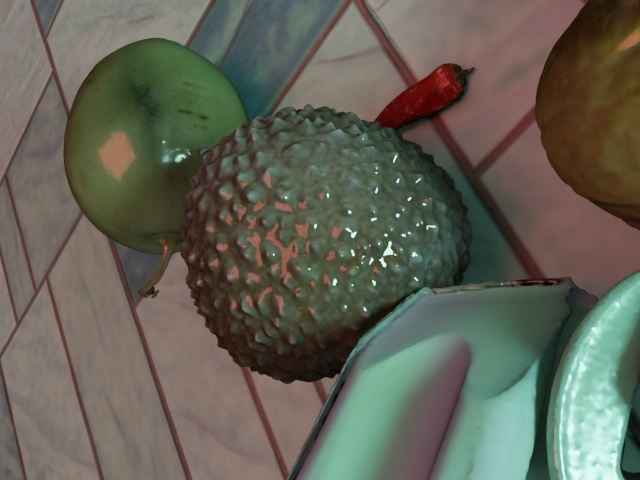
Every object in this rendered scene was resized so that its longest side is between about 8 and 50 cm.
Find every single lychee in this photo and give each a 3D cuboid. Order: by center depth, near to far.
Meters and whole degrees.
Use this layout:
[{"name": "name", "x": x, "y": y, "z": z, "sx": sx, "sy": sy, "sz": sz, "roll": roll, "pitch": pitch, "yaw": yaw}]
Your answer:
[{"name": "lychee", "x": 0.006, "y": -0.001, "z": 0.806, "sx": 0.300, "sy": 0.300, "sz": 0.300, "roll": -5, "pitch": 84, "yaw": 49}]

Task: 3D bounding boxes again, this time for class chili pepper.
[{"name": "chili pepper", "x": 0.099, "y": -0.150, "z": 0.903, "sx": 0.178, "sy": 0.027, "sz": 0.045, "roll": -29, "pitch": 67, "yaw": 46}]

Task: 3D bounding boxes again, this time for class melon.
[{"name": "melon", "x": -0.218, "y": -0.124, "z": 1.094, "sx": 0.272, "sy": 0.272, "sz": 0.308, "roll": -52, "pitch": 60, "yaw": 33}]

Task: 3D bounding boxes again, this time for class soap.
[{"name": "soap", "x": 0.093, "y": 0.222, "z": 0.524, "sx": 0.156, "sy": 0.446, "sz": 0.261, "roll": -12, "pitch": 121, "yaw": 35}]

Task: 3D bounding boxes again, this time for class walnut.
[{"name": "walnut", "x": 0.279, "y": -0.113, "z": 0.548, "sx": 0.261, "sy": 0.225, "sz": 0.225, "roll": -25, "pitch": 69, "yaw": 42}]

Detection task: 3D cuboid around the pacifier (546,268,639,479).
[{"name": "pacifier", "x": 0.302, "y": 0.142, "z": 0.523, "sx": 0.269, "sy": 0.343, "sz": 0.288, "roll": 108, "pitch": -173, "yaw": -74}]
